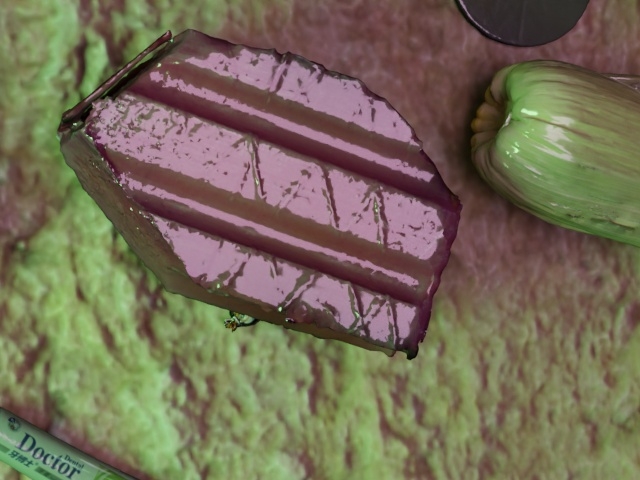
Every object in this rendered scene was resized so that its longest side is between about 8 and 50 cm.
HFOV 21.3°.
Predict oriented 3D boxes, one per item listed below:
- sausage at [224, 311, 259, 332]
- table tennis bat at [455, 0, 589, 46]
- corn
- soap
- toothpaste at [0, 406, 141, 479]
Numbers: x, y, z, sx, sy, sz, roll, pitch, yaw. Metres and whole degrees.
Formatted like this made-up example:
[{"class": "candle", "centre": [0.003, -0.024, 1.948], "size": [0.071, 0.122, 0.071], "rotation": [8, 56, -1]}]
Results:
[{"class": "sausage", "centre": [0.000, 0.000, 1.287], "size": [0.198, 0.025, 0.028], "rotation": [-43, 109, -16]}, {"class": "table tennis bat", "centre": [0.172, -0.270, 1.354], "size": [0.131, 0.022, 0.234], "rotation": [13, 89, -20]}, {"class": "corn", "centre": [0.263, -0.055, 1.337], "size": [0.305, 0.122, 0.123], "rotation": [13, 42, -22]}, {"class": "soap", "centre": [-0.047, -0.039, 1.204], "size": [0.289, 0.112, 0.182], "rotation": [18, 79, -15]}, {"class": "toothpaste", "centre": [-0.177, 0.168, 1.218], "size": [0.197, 0.029, 0.048], "rotation": [35, 79, -22]}]
